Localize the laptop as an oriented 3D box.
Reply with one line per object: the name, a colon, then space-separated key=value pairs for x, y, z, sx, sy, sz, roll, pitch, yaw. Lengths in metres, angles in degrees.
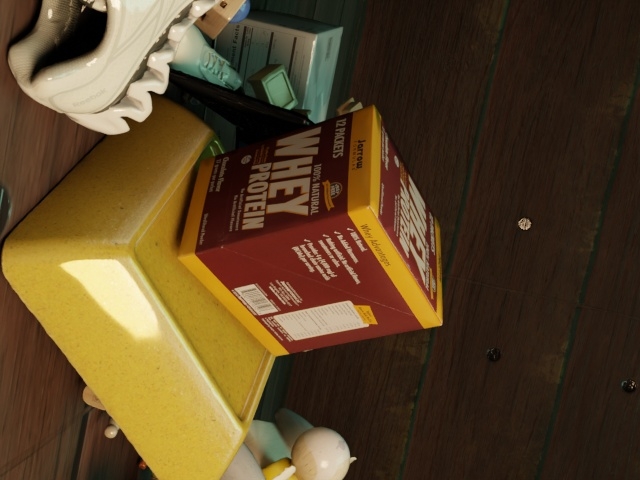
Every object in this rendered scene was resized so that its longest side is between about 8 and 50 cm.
laptop: x=-0.066 y=-0.068 z=0.884 sx=0.264 sy=0.234 sz=0.137 roll=28 pitch=87 yaw=-58

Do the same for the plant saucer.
plant saucer: x=-0.128 y=0.043 z=0.779 sx=0.333 sy=0.081 sz=0.333 roll=64 pitch=26 yaw=-27

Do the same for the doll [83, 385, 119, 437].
doll: x=-0.240 y=0.171 z=0.895 sx=0.189 sy=0.046 sz=0.129 roll=105 pitch=-11 yaw=-80

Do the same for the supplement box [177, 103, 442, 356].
supplement box: x=0.000 y=0.000 z=0.746 sx=0.191 sy=0.194 sz=0.129 roll=54 pitch=31 yaw=-43

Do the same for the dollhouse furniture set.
dollhouse furniture set: x=-0.026 y=-0.174 z=1.018 sx=0.161 sy=0.101 sz=0.182 roll=-41 pitch=125 yaw=-30

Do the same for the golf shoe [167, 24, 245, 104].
golf shoe: x=-0.136 y=-0.215 z=0.905 sx=0.176 sy=0.086 sz=0.069 roll=63 pitch=42 yaw=-79

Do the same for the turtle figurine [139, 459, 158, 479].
turtle figurine: x=-0.255 y=0.437 z=1.113 sx=0.217 sy=0.087 sz=0.270 roll=-53 pitch=155 yaw=-76

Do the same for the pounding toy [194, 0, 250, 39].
pounding toy: x=-0.107 y=-0.249 z=0.728 sx=0.206 sy=0.094 sz=0.181 roll=-54 pitch=-164 yaw=-4

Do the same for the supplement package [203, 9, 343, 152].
supplement package: x=-0.069 y=-0.245 z=1.173 sx=0.262 sy=0.145 sz=0.204 roll=-63 pitch=165 yaw=-70

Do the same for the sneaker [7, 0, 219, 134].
sneaker: x=-0.132 y=-0.217 z=0.572 sx=0.292 sy=0.110 sz=0.118 roll=-58 pitch=162 yaw=9

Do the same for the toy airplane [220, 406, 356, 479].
toy airplane: x=-0.090 y=0.321 z=1.108 sx=0.386 sy=0.272 sz=0.384 roll=-84 pitch=150 yaw=-60
